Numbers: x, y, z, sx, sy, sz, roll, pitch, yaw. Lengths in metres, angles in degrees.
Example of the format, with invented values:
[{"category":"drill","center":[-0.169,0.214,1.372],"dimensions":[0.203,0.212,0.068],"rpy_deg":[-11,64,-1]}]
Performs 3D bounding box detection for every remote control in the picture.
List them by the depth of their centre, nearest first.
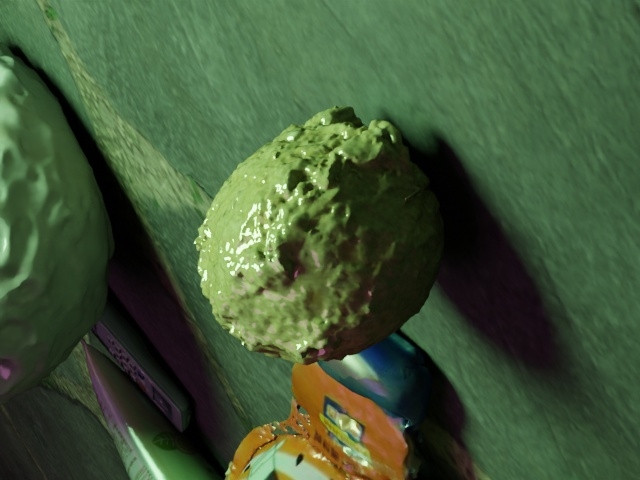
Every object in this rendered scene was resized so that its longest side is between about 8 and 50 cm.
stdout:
[{"category":"remote control","center":[-0.178,0.113,1.557],"dimensions":[0.162,0.029,0.061],"rpy_deg":[46,161,17]}]

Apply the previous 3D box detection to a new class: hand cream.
[{"category":"hand cream","center":[-0.153,0.232,1.589],"dimensions":[0.306,0.093,0.147],"rpy_deg":[51,169,22]}]

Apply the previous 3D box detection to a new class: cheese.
[{"category":"cheese","center":[0.012,0.177,1.029],"dimensions":[0.217,0.129,0.329],"rpy_deg":[38,136,33]}]

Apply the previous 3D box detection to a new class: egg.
[{"category":"egg","center":[0.000,0.000,0.785],"dimensions":[0.140,0.116,0.118],"rpy_deg":[-22,88,41]}]

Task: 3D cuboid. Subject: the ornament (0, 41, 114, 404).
[{"category":"ornament","center":[-0.345,-0.005,1.349],"dimensions":[0.337,0.337,0.337],"rpy_deg":[49,160,25]}]
